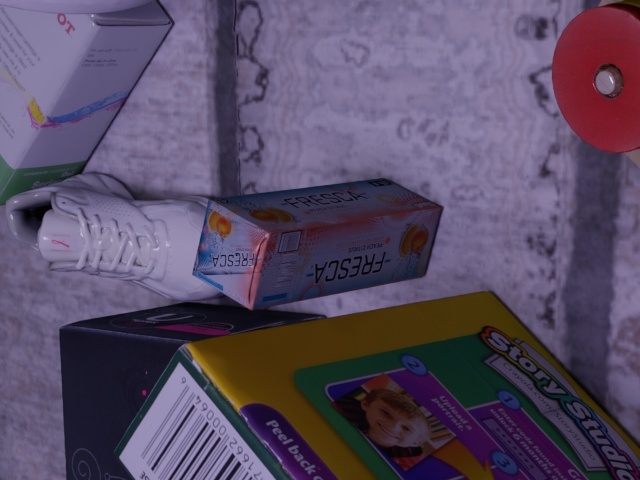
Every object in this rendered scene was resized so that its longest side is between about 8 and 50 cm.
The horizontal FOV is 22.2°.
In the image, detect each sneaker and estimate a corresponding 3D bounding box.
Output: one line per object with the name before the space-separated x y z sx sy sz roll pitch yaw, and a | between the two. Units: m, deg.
sneaker | -0.168 0.004 1.319 0.232 0.115 0.090 12 104 40

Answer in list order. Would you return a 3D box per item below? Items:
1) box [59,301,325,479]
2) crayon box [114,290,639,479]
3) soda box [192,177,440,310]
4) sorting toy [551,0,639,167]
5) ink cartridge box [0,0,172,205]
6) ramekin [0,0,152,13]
box | -0.094 0.193 1.264 0.165 0.143 0.270 3 97 41
crayon box | 0.106 0.199 0.974 0.363 0.313 0.106 48 121 26
soda box | 0.000 0.000 1.126 0.063 0.183 0.058 29 114 37
sorting toy | 0.257 -0.099 0.921 0.257 0.089 0.255 48 134 25
ink cartridge box | -0.240 -0.158 1.376 0.154 0.093 0.212 52 127 23
ramekin | -0.198 -0.273 1.219 0.273 0.273 0.127 36 131 32
